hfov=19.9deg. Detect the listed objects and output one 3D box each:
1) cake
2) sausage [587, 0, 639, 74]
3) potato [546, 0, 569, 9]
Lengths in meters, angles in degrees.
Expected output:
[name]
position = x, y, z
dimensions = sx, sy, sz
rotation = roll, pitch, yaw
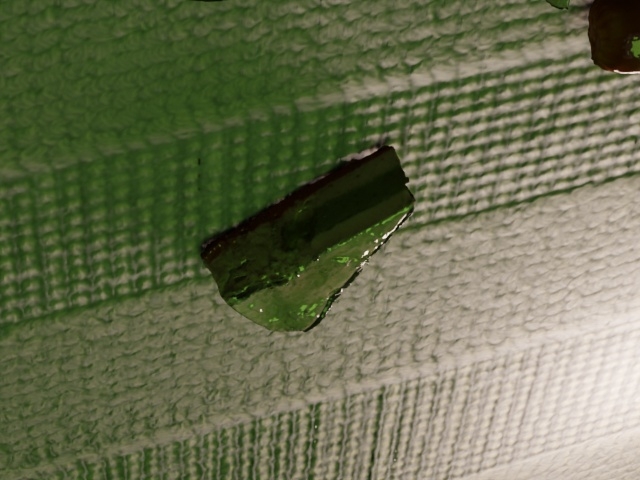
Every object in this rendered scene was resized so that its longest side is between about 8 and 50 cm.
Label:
[cake]
position = 0.006, 0.009, 1.776
dimensions = 0.220, 0.086, 0.117
rotation = -29, 145, 10
[sausage]
position = 0.385, -0.222, 1.677
dimensions = 0.300, 0.089, 0.083
rotation = -17, 140, -8
[potato]
position = 0.208, -0.251, 1.587
dimensions = 0.037, 0.036, 0.093
rotation = 14, 124, 10
